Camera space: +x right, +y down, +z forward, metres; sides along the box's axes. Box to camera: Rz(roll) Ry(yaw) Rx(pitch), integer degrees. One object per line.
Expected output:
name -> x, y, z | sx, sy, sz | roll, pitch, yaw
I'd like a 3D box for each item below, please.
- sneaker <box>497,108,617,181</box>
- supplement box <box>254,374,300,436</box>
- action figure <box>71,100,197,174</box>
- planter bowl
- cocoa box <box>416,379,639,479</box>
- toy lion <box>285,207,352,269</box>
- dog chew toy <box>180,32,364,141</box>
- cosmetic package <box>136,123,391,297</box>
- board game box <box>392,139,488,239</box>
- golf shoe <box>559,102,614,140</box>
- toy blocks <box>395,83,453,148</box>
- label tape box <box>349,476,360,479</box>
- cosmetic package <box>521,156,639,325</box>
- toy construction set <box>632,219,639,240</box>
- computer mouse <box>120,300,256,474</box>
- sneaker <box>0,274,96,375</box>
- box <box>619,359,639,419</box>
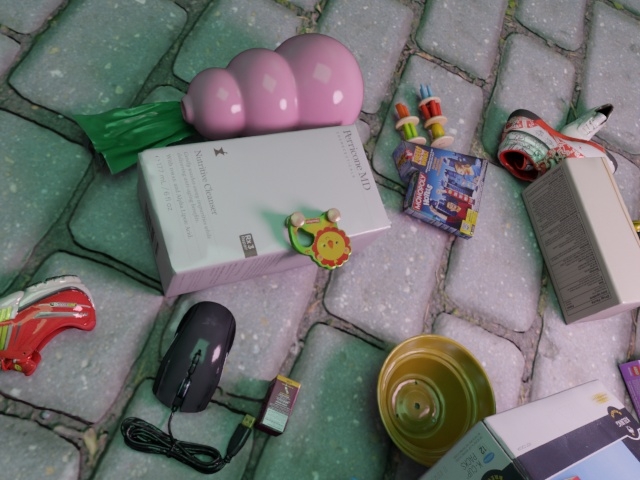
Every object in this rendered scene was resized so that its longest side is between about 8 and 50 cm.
sneaker -> 0.521, -0.173, 1.334 | 0.270, 0.090, 0.145 | 29, 60, 0
supplement box -> -0.069, 0.265, 0.962 | 0.043, 0.055, 0.083 | 25, 63, -7
action figure -> -0.305, -0.199, 1.083 | 0.232, 0.063, 0.137 | -27, 77, -34
planter bowl -> 0.181, 0.277, 1.021 | 0.217, 0.090, 0.217 | 7, 65, -15
cocoa box -> 0.331, 0.378, 0.857 | 0.347, 0.231, 0.228 | 1, 43, -42
toy lion -> 0.000, 0.000, 0.950 | 0.100, 0.034, 0.096 | -7, 84, -22
dog chew toy -> -0.090, -0.267, 1.106 | 0.331, 0.207, 0.207 | -14, 72, -21
cosmetic package -> -0.099, -0.057, 1.033 | 0.384, 0.156, 0.217 | -14, 76, -23
board game box -> 0.232, -0.115, 1.228 | 0.194, 0.060, 0.194 | 23, 62, -7
golf shoe -> 0.628, -0.271, 1.416 | 0.069, 0.086, 0.176 | 45, 63, 2
toy blocks -> 0.212, -0.271, 1.292 | 0.123, 0.054, 0.148 | -6, 69, -21
label tape box -> 0.134, 0.546, 0.877 | 0.347, 0.115, 0.249 | 29, 61, -2
cosmetic package -> 0.544, 0.000, 1.227 | 0.113, 0.160, 0.310 | -5, 70, -21
toy construction set -> 0.712, 0.091, 1.233 | 0.237, 0.257, 0.309 | -1, 47, 23
computer mouse -> -0.173, 0.227, 0.941 | 0.184, 0.060, 0.262 | 28, 62, -4
sneaker -> -0.459, 0.148, 0.859 | 0.279, 0.107, 0.118 | -27, 87, -24
box -> 0.739, 0.369, 1.187 | 0.200, 0.057, 0.293 | -5, 69, -21
